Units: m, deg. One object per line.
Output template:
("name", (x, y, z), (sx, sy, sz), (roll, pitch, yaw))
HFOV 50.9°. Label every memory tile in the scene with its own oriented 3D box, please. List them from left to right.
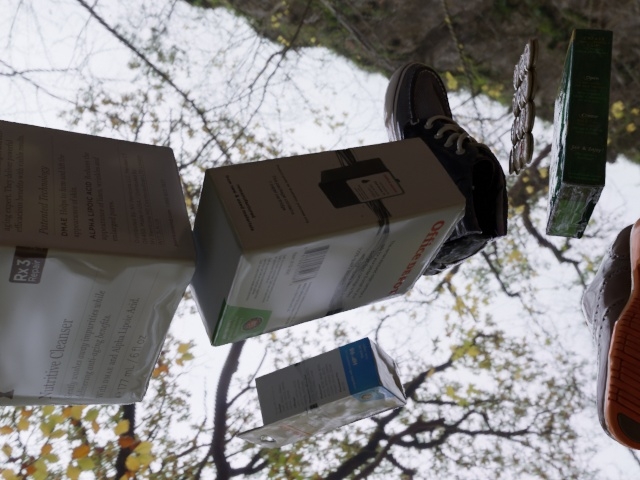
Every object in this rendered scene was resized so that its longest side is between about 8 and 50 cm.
("memory tile", (0.244, -0.157, 0.811), (0.012, 0.113, 0.147), (3, -93, 7))

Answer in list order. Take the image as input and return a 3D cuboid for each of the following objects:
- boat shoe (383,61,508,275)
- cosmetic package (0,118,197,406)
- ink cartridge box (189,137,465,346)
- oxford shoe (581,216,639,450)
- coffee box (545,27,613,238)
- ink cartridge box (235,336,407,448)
("boat shoe", (0.188, -0.129, 0.971), (0.127, 0.158, 0.340), (5, -108, -31))
("cosmetic package", (-0.319, 0.017, 0.539), (0.385, 0.217, 0.156), (4, -137, -28))
("ink cartridge box", (0.000, 0.000, 0.589), (0.209, 0.153, 0.086), (-12, -122, -27))
("oxford shoe", (0.429, 0.125, 0.924), (0.130, 0.132, 0.363), (34, -123, -6))
("coffee box", (0.258, -0.106, 0.676), (0.041, 0.113, 0.184), (8, -114, 13))
("ink cartridge box", (-0.003, 0.180, 0.779), (0.104, 0.180, 0.060), (47, -155, -56))
